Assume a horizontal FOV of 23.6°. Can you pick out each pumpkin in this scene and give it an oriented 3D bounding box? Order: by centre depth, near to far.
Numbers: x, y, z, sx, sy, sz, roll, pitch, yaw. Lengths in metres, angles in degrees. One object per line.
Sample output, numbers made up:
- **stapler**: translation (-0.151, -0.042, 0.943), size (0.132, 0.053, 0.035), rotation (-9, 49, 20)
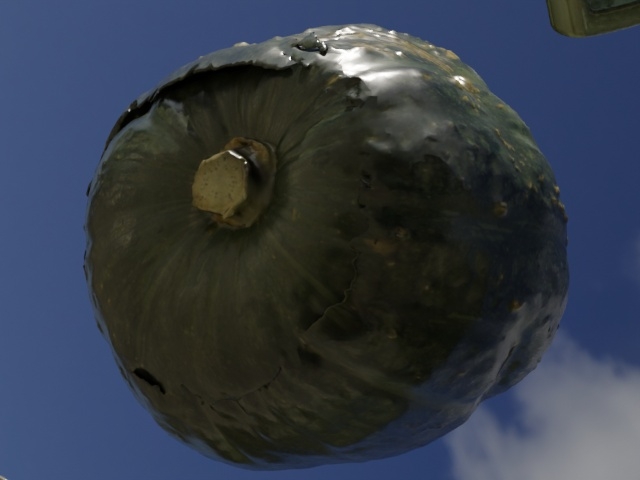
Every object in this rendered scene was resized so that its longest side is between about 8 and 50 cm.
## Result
- **pumpkin**: translation (0.000, 0.000, 1.017), size (0.327, 0.257, 0.292), rotation (-23, -117, 27)

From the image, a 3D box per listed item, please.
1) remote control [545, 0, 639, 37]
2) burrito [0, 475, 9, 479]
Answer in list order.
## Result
- **remote control**: translation (0.117, -0.201, 0.619), size (0.038, 0.098, 0.233), rotation (-132, -158, -59)
- **burrito**: translation (-0.094, 0.230, 0.645), size (0.175, 0.107, 0.348), rotation (-5, -60, 38)
